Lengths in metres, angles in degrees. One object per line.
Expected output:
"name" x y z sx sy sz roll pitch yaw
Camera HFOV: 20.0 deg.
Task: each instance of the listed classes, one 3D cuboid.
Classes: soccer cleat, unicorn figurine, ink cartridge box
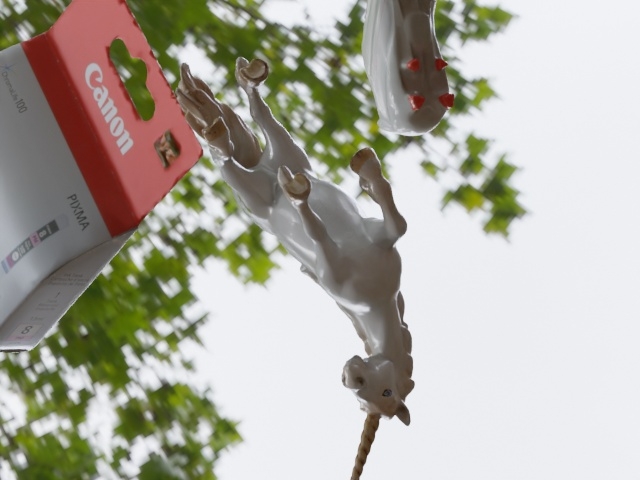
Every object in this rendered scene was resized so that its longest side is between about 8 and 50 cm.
"soccer cleat" 0.059 -0.175 1.347 0.068 0.076 0.196 1 -95 -30
"unicorn figurine" 0.000 0.000 0.704 0.060 0.162 0.111 -23 -40 -4
"ink cartridge box" -0.204 -0.060 1.309 0.066 0.189 0.232 0 -38 -45
